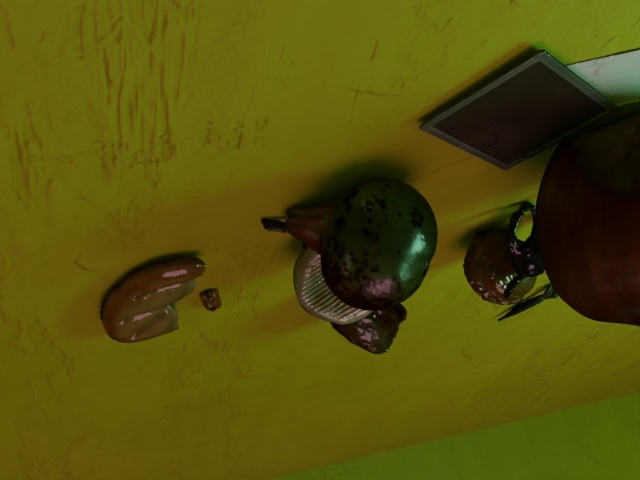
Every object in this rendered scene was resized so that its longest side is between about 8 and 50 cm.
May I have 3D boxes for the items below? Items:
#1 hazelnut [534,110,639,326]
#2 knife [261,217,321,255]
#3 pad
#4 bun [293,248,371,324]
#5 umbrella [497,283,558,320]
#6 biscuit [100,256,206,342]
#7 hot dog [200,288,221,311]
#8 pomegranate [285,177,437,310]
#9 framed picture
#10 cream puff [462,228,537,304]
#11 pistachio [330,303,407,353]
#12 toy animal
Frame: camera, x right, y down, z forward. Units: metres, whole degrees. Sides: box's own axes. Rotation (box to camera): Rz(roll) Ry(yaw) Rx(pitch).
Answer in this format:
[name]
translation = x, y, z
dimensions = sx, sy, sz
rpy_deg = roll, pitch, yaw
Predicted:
[hazelnut]
translation = 0.527, -0.037, 1.511
dimensions = 0.366, 0.365, 0.365
rpy_deg = -14, 156, -6
[knife]
translation = -0.001, 0.006, 1.567
dimensions = 0.222, 0.045, 0.021
rpy_deg = 15, -178, -21
[pad]
translation = 0.441, -0.239, 1.424
dimensions = 0.232, 0.004, 0.156
rpy_deg = -13, 157, -6
[bun]
translation = 0.031, 0.054, 1.657
dimensions = 0.184, 0.102, 0.183
rpy_deg = -4, 109, -12
[umbrella]
translation = 0.526, 0.145, 2.270
dimensions = 0.044, 0.044, 0.269
rpy_deg = 34, 132, -22
[biscuit]
translation = -0.305, 0.111, 1.655
dimensions = 0.154, 0.045, 0.299
rpy_deg = -4, 153, -22
[hot dog]
translation = -0.203, 0.115, 1.756
dimensions = 0.037, 0.021, 0.083
rpy_deg = -17, 157, -2
[pomegranate]
translation = 0.057, 0.000, 1.491
dimensions = 0.248, 0.214, 0.214
rpy_deg = 15, 159, 12
[framed picture]
translation = 0.305, -0.190, 1.420
dimensions = 0.216, 0.016, 0.273
rpy_deg = -30, 152, 30
[cream puff]
translation = 0.345, 0.054, 1.837
dimensions = 0.115, 0.150, 0.165
rpy_deg = -16, 119, 42
[pistachio]
translation = 0.090, 0.154, 1.905
dimensions = 0.165, 0.130, 0.210
rpy_deg = -15, 142, 16
[toy animal]
translation = 0.415, 0.005, 1.755
dimensions = 0.232, 0.085, 0.148
rpy_deg = -48, 129, -27
